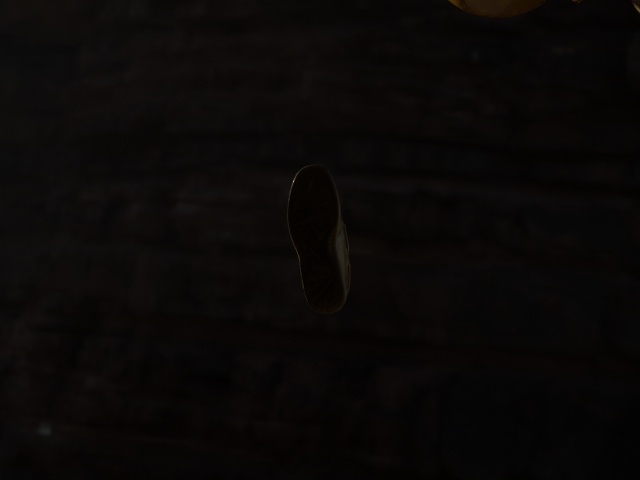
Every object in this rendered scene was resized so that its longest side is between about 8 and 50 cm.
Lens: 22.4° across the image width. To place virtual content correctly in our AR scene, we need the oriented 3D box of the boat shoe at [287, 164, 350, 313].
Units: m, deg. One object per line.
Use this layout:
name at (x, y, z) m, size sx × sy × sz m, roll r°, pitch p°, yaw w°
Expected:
boat shoe at (0.000, 0.000, 1.468) m, size 0.050 × 0.135 × 0.045 m, roll -5°, pitch -5°, yaw 11°

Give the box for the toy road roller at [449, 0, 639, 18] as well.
toy road roller at (0.266, -0.314, 1.724) m, size 0.329 × 0.240 × 0.202 m, roll 41°, pitch 0°, yaw 8°
